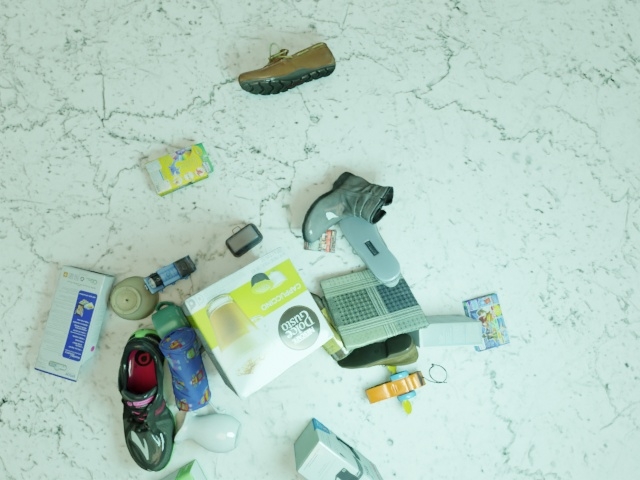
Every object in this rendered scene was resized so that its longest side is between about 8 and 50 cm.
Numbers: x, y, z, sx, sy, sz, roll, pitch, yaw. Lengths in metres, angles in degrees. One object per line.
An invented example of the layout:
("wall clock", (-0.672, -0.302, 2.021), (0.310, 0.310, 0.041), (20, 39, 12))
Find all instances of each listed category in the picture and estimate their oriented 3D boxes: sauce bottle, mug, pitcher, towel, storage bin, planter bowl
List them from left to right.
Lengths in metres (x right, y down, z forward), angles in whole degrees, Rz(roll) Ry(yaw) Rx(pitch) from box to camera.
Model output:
("planter bowl", (-0.670, 0.209, 1.484), (0.162, 0.109, 0.161), (0, 87, -6))
("mug", (-0.525, 0.281, 1.484), (0.097, 0.129, 0.157), (-30, 90, -10))
("pitcher", (-0.386, 0.648, 1.489), (0.207, 0.125, 0.177), (8, 70, 6))
("storage bin", (-0.288, -0.009, 1.547), (0.135, 0.091, 0.098), (-36, 90, -8))
("sauce bottle", (-0.011, 0.278, 1.549), (0.111, 0.111, 0.344), (-36, 89, -7))
("towel", (0.181, 0.230, 1.509), (0.325, 0.056, 0.312), (-12, 47, -12))

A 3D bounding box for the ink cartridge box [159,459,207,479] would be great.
("ink cartridge box", (-0.519, 0.935, 1.449), (0.273, 0.115, 0.198), (-28, 89, -7))

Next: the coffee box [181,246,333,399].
("coffee box", (-0.221, 0.264, 1.375), (0.338, 0.338, 0.334), (-30, 90, -23))

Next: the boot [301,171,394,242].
("boot", (0.101, -0.103, 1.508), (0.223, 0.118, 0.338), (26, 71, 32))

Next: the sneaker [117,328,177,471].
("sneaker", (-0.608, 0.550, 1.421), (0.186, 0.202, 0.482), (-9, 87, -6))

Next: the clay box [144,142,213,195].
("clay box", (-0.518, -0.265, 1.559), (0.222, 0.053, 0.127), (-23, 89, -8))

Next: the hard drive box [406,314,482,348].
("hard drive box", (0.449, 0.334, 1.558), (0.232, 0.181, 0.089), (-1, 88, -5))

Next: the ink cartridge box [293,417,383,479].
("ink cartridge box", (0.067, 0.796, 1.465), (0.307, 0.223, 0.129), (38, 83, -3))

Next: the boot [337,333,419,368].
("boot", (0.209, 0.433, 1.533), (0.306, 0.112, 0.115), (-18, 126, 24))

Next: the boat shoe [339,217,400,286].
("boat shoe", (0.190, 0.022, 1.579), (0.136, 0.156, 0.367), (-32, 61, -2))

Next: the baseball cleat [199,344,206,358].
("baseball cleat", (-0.400, 0.322, 1.532), (0.109, 0.072, 0.205), (35, 74, 3))

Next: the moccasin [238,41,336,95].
("moccasin", (-0.131, -0.658, 1.582), (0.380, 0.139, 0.146), (-23, 88, -7))

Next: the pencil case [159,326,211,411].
("pencil case", (-0.461, 0.443, 1.433), (0.133, 0.119, 0.305), (14, 122, 30))

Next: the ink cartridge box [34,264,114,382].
("ink cartridge box", (-0.856, 0.283, 1.461), (0.176, 0.069, 0.370), (12, 83, 11))

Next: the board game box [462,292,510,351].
("board game box", (0.652, 0.322, 1.652), (0.136, 0.035, 0.201), (-13, 88, -7))

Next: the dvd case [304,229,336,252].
("dvd case", (0.000, 0.000, 1.616), (0.120, 0.013, 0.087), (6, 86, -7))

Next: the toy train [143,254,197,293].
("toy train", (-0.534, 0.121, 1.489), (0.184, 0.105, 0.080), (-29, 90, -30))

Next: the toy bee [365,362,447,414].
("toy bee", (0.327, 0.541, 1.558), (0.299, 0.162, 0.195), (-3, 80, 23))
